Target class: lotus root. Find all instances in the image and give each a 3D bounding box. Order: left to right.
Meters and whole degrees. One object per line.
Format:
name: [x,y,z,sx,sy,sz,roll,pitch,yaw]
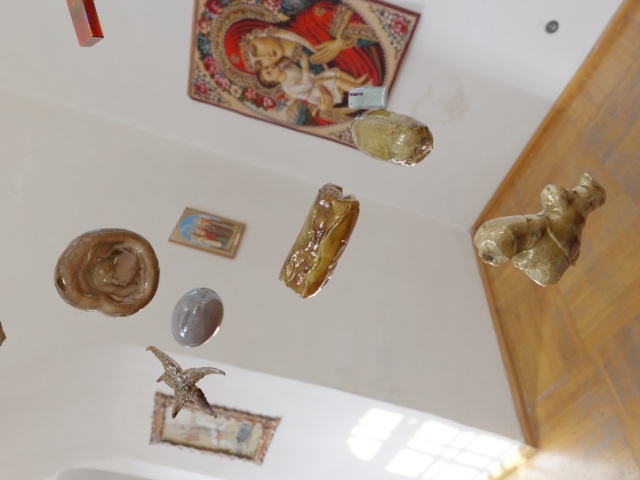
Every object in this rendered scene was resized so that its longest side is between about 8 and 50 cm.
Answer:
lotus root: [0.188,-0.290,1.247,0.284,0.160,0.146,36,94,42]

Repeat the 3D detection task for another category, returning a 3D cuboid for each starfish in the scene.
starfish: [-0.308,0.316,1.001,0.238,0.213,0.057,-29,6,36]

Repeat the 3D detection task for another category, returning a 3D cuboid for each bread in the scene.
bread: [0.005,0.004,1.336,0.343,0.149,0.195,-63,0,22]

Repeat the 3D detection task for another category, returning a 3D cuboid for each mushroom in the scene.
mushroom: [-0.590,0.093,1.253,0.146,0.278,0.278,-13,54,43]

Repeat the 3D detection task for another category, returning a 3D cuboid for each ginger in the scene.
ginger: [0.382,-0.024,0.724,0.334,0.147,0.081,-31,0,-26]

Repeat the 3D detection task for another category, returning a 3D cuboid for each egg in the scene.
egg: [-0.434,0.273,1.565,0.231,0.176,0.176,-83,12,-50]

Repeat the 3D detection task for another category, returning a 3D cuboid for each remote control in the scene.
remote control: [0.138,-0.422,1.311,0.166,0.029,0.065,21,114,51]

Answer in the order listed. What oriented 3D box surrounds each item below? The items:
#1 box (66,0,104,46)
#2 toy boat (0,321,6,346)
box: [-0.828,-0.785,1.560,0.048,0.112,0.175,-25,-71,-46]
toy boat: [-0.970,0.242,1.271,0.064,0.072,0.206,-98,13,-53]
